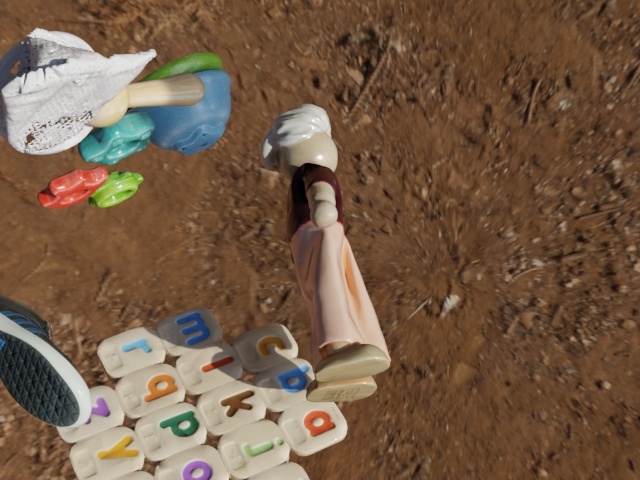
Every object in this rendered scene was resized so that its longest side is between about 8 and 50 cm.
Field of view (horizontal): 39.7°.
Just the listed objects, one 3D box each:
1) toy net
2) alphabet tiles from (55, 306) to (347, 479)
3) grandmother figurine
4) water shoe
[{"bbox_3d":[-0.118,-0.065,0.456,0.122,0.232,0.045,-28,84,8],"label":"toy net"},{"bbox_3d":[-0.128,0.195,0.946,0.278,0.021,0.284,-19,52,-23],"label":"alphabet tiles"},{"bbox_3d":[0.000,0.000,0.975,0.104,0.208,0.342,1,61,-19],"label":"grandmother figurine"},{"bbox_3d":[-0.291,0.103,0.886,0.203,0.080,0.073,37,114,14],"label":"water shoe"}]
